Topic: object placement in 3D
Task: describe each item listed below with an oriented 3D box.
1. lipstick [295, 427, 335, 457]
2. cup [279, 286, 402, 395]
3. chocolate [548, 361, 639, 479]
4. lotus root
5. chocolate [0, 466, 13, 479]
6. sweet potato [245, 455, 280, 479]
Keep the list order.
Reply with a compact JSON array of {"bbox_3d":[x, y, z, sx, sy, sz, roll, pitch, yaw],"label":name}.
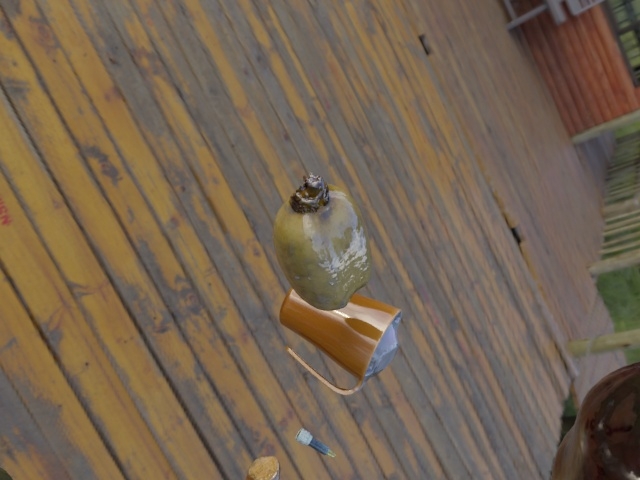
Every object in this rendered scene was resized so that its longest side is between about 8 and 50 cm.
[{"bbox_3d":[-0.011,0.551,1.642,0.116,0.037,0.037,34,43,-4],"label":"lipstick"},{"bbox_3d":[0.038,0.208,1.362,0.226,0.264,0.182,-61,163,-9],"label":"cup"},{"bbox_3d":[0.565,0.375,0.956,0.331,0.384,0.383,81,20,-46],"label":"chocolate"},{"bbox_3d":[0.000,0.000,1.061,0.169,0.152,0.342,-45,146,-17],"label":"lotus root"},{"bbox_3d":[-0.843,0.654,1.286,0.314,0.297,0.326,39,13,28],"label":"chocolate"},{"bbox_3d":[-0.171,0.663,1.601,0.097,0.251,0.097,18,31,-11],"label":"sweet potato"}]
